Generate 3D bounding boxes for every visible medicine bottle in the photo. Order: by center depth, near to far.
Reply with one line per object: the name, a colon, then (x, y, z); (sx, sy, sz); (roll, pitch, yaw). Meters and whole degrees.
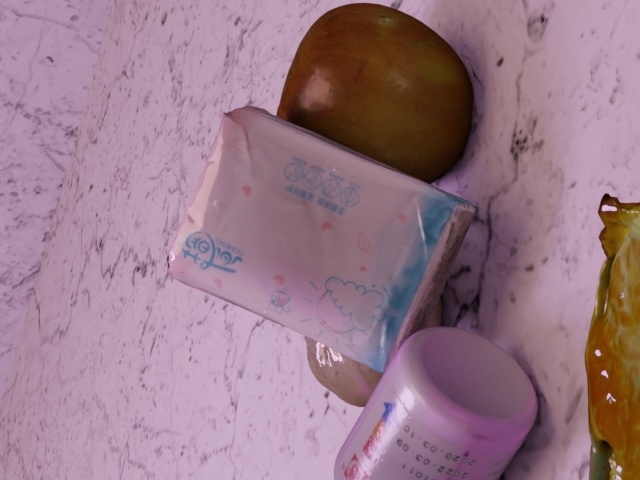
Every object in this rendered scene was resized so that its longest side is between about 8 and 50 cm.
medicine bottle: (0.098, 0.220, 1.520); (0.152, 0.152, 0.254); (-108, 35, -47)

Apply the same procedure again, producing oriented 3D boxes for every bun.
bun: (0.046, 0.088, 1.722); (0.193, 0.128, 0.178); (-122, 46, -60)

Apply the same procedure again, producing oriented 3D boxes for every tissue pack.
tissue pack: (0.001, -0.002, 1.585); (0.201, 0.271, 0.124); (-67, -15, 2)

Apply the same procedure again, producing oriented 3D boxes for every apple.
apple: (0.060, -0.149, 1.728); (0.237, 0.207, 0.237); (-158, 90, -82)

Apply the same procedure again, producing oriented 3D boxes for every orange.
orange: (0.298, 0.088, 1.070); (0.334, 0.196, 0.262); (-40, 31, 50)
